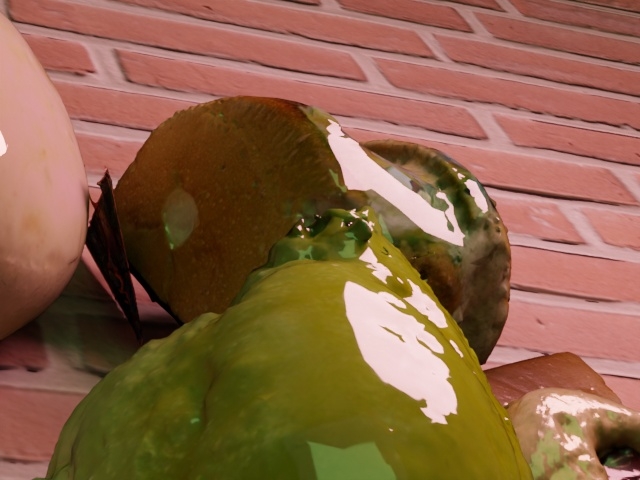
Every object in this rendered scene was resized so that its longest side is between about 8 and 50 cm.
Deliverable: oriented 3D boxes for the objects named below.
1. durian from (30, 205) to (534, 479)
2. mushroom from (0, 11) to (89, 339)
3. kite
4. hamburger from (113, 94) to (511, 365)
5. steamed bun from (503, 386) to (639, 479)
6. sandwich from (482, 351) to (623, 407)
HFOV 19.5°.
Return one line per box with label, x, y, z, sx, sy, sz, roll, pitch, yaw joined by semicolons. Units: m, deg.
durian;-0.013;0.149;0.924;0.255;0.204;0.340;-27;34;-2
mushroom;-0.257;-0.040;1.160;0.202;0.246;0.246;-28;28;6
kite;-0.146;-0.003;1.251;0.010;0.190;0.159;-16;79;-16
hamburger;0.000;0.000;1.237;0.167;0.192;0.288;28;12;-44
steamed bun;0.146;0.182;1.025;0.172;0.141;0.155;20;28;-3
sandwich;0.125;0.133;1.167;0.088;0.090;0.244;28;23;31
